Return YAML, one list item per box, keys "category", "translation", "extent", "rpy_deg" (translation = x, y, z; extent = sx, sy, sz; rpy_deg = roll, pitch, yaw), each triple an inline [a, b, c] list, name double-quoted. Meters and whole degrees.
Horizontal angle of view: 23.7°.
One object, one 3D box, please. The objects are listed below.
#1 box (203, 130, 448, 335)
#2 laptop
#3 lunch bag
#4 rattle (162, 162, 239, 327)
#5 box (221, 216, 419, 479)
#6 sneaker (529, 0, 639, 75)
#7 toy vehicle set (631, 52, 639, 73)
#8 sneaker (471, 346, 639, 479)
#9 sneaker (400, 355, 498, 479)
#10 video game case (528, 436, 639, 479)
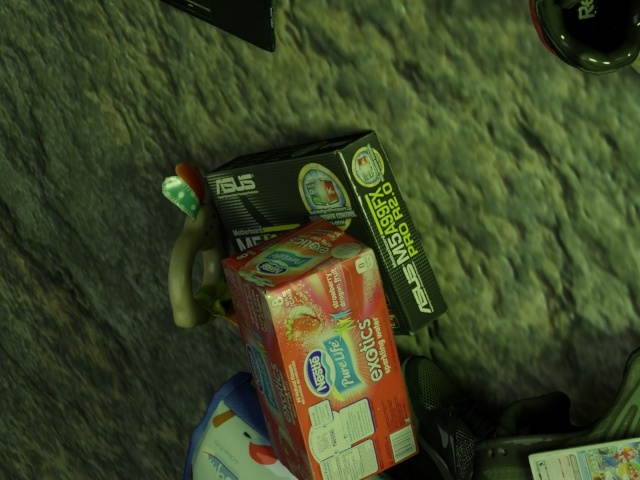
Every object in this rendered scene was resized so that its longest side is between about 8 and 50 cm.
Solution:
- category: "box"
  translation: [0.000, 0.000, 1.699]
  extent: [0.270, 0.060, 0.216]
  rpy_deg: [-5, 112, 53]
- category: "laptop"
  translation: [-0.178, -0.328, 1.604]
  extent: [0.234, 0.136, 0.264]
  rpy_deg: [30, 137, 37]
- category: "lunch bag"
  translation: [0.004, 0.366, 1.829]
  extent: [0.328, 0.239, 0.385]
  rpy_deg: [38, 148, 31]
- category: "rattle"
  translation: [-0.114, 0.010, 1.852]
  extent: [0.143, 0.130, 0.199]
  rpy_deg: [8, 96, 37]
- category: "box"
  translation: [0.000, 0.123, 1.604]
  extent: [0.123, 0.128, 0.256]
  rpy_deg: [33, 141, 58]
- category: "sneaker"
  translation: [0.194, -0.243, 1.116]
  extent: [0.135, 0.098, 0.276]
  rpy_deg: [-91, -9, -61]
- category: "toy vehicle set"
  translation: [0.289, -0.241, 1.159]
  extent: [0.166, 0.035, 0.267]
  rpy_deg: [51, 146, 12]
- category: "sneaker"
  translation: [0.222, 0.263, 1.485]
  extent: [0.483, 0.185, 0.202]
  rpy_deg: [-43, 67, 32]
- category: "sneaker"
  translation: [0.173, 0.206, 1.622]
  extent: [0.130, 0.087, 0.227]
  rpy_deg: [-42, 68, 39]
- category: "video game case"
  translation: [0.246, 0.222, 1.339]
  extent: [0.122, 0.011, 0.087]
  rpy_deg: [-16, 86, 38]
